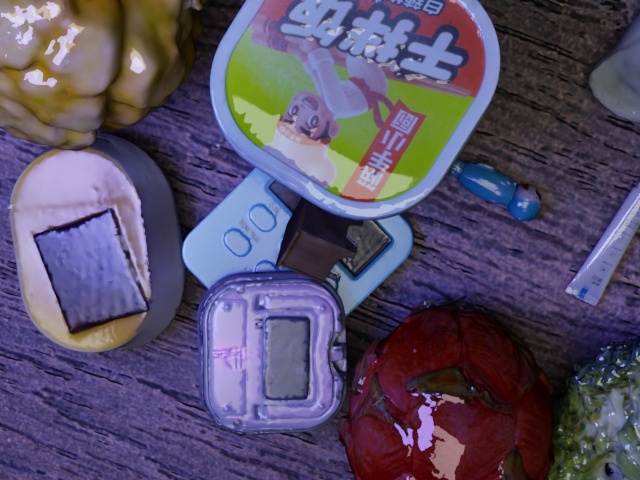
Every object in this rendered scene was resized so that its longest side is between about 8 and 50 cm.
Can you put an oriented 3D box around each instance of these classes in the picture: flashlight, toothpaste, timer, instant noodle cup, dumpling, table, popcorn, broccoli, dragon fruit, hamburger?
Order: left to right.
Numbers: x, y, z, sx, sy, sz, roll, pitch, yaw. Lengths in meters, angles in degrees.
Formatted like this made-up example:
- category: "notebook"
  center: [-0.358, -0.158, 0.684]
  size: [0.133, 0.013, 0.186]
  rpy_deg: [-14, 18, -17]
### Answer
- category: "popcorn"
  center: [-0.293, -0.288, 1.037]
  size: [0.344, 0.390, 0.354]
  rpy_deg: [27, 84, -21]
- category: "hamburger"
  center: [-0.295, 0.006, 1.235]
  size: [0.227, 0.151, 0.295]
  rpy_deg: [-3, 96, 8]
- category: "timer"
  center: [-0.061, 0.144, 1.185]
  size: [0.190, 0.069, 0.209]
  rpy_deg: [-3, 93, -6]
- category: "timer"
  center: [-0.027, 0.002, 1.237]
  size: [0.232, 0.091, 0.250]
  rpy_deg: [45, 100, -4]
- category: "table"
  center: [0.000, 0.000, 1.164]
  size: [0.082, 0.083, 0.070]
  rpy_deg: [23, 132, -9]
- category: "instant noodle cup"
  center: [0.032, -0.164, 1.060]
  size: [0.293, 0.308, 0.294]
  rpy_deg: [0, 89, -1]
- category: "dragon fruit"
  center: [0.158, 0.236, 1.157]
  size: [0.277, 0.277, 0.343]
  rpy_deg: [10, 86, 4]
- category: "flashlight"
  center: [0.228, -0.067, 1.212]
  size: [0.129, 0.051, 0.051]
  rpy_deg: [25, 104, 4]
- category: "toothpaste"
  center: [0.389, -0.003, 1.217]
  size: [0.048, 0.031, 0.190]
  rpy_deg: [26, 107, -2]
- category: "broccoli"
  center: [0.431, 0.279, 1.102]
  size: [0.274, 0.397, 0.353]
  rpy_deg: [-30, 93, -13]
- category: "dumpling"
  center: [0.459, -0.219, 1.116]
  size: [0.252, 0.131, 0.179]
  rpy_deg: [-35, 109, 22]
